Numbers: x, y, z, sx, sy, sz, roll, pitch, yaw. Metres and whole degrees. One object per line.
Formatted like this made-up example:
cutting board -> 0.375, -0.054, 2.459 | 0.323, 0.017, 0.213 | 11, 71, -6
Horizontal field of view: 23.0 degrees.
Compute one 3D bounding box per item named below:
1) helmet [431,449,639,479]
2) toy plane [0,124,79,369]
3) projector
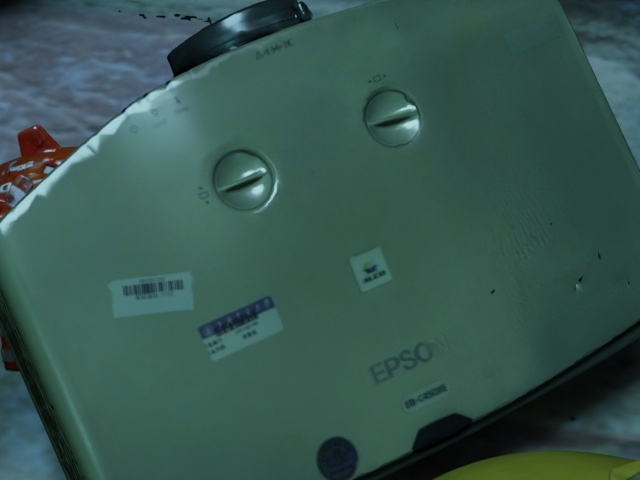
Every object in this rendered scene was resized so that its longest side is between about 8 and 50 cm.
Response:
helmet -> 0.068, 0.150, 0.525 | 0.257, 0.205, 0.140 | -7, 16, -43
toy plane -> -0.179, 0.007, 0.717 | 0.194, 0.126, 0.077 | -37, 14, 12
projector -> 0.000, 0.000, 0.656 | 0.269, 0.088, 0.194 | -23, 88, -19
